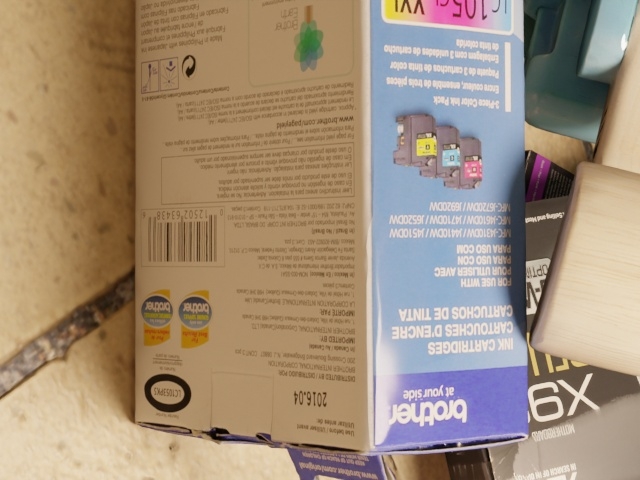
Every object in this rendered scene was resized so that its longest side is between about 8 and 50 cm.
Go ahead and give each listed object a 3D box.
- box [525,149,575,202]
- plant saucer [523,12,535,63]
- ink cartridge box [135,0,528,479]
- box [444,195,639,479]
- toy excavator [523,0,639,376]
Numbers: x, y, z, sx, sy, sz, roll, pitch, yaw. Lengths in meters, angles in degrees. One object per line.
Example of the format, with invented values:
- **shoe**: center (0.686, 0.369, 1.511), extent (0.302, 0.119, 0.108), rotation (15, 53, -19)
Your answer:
- **box**: center (0.211, 0.005, 1.549), extent (0.162, 0.029, 0.116), rotation (26, 74, -36)
- **plant saucer**: center (0.200, -0.174, 1.550), extent (0.192, 0.018, 0.067), rotation (13, 81, -40)
- **ink cartridge box**: center (0.000, 0.000, 1.213), extent (0.151, 0.270, 0.395), rotation (2, 88, -38)
- **box**: center (0.232, 0.082, 1.461), extent (0.308, 0.076, 0.242), rotation (-9, 83, -25)
- **toy excavator**: center (0.237, -0.119, 1.324), extent (0.222, 0.433, 0.445), rotation (13, 85, 2)
